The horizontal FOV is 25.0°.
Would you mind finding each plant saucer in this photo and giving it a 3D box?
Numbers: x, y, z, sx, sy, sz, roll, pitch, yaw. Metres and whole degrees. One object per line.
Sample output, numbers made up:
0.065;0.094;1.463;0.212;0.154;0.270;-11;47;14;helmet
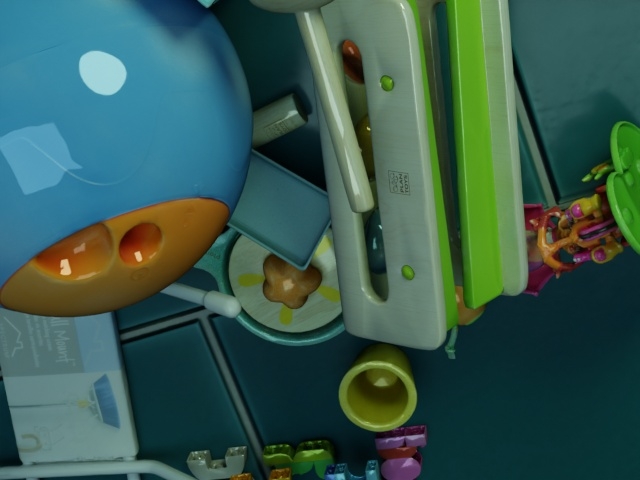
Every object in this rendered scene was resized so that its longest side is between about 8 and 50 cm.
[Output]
-0.073;-0.049;1.212;0.192;0.018;0.067;31;96;18;plant saucer

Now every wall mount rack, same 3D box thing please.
-0.197;0.139;1.288;0.304;0.130;0.350;-4;111;9;wall mount rack

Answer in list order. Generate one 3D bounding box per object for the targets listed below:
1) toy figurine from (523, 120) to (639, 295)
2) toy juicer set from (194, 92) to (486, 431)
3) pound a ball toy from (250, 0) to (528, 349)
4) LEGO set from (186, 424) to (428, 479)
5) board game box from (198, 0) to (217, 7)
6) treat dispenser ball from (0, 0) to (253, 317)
0.201;-0.002;1.180;0.159;0.173;0.130;-27;93;29;toy figurine
0.000;0.000;1.232;0.329;0.089;0.209;41;110;-8;toy juicer set
0.034;-0.078;1.068;0.136;0.208;0.319;10;117;41;pound a ball toy
-0.010;0.242;1.326;0.227;0.087;0.093;-8;109;11;LEGO set
0.024;-0.333;1.016;0.079;0.254;0.336;42;110;-6;board game box
-0.194;-0.084;1.096;0.288;0.288;0.288;2;111;7;treat dispenser ball
